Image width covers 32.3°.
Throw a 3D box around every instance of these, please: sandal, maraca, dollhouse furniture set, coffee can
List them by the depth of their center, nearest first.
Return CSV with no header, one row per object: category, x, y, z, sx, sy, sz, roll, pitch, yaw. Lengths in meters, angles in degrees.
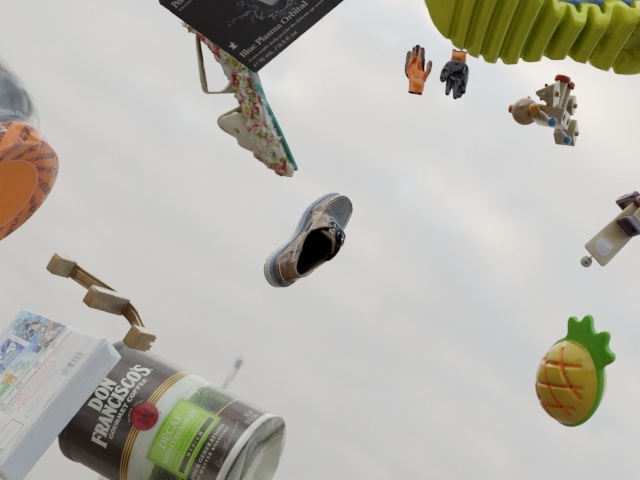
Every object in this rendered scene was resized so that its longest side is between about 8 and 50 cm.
dollhouse furniture set,0.296,0.022,0.992,0.114,0.081,0.091,48,-12,-1
sandal,0.262,-0.283,1.292,0.317,0.138,0.126,7,-35,-20
coffee can,-0.218,0.294,1.644,0.275,0.202,0.201,23,-23,20
maraca,0.395,0.203,1.708,0.127,0.099,0.186,47,-51,42

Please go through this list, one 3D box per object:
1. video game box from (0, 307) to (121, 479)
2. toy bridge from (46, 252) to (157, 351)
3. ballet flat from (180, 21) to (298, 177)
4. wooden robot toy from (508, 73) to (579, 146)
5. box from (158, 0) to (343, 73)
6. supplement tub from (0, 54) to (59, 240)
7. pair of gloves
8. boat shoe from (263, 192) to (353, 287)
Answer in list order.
video game box,-0.378,0.191,1.384,0.187,0.205,0.048,15,-34,39
toy bridge,-0.255,0.073,1.320,0.188,0.026,0.063,36,8,35
ballet flat,-0.102,-0.181,1.352,0.091,0.077,0.241,-124,-167,-78
wooden robot toy,0.287,-0.174,1.436,0.079,0.076,0.173,9,-6,25
box,-0.073,-0.285,1.168,0.156,0.093,0.158,-37,-41,21
supplement tub,-0.407,-0.145,1.070,0.316,0.193,0.194,47,-18,16
pair of gloves,0.147,-0.213,1.398,0.083,0.074,0.010,8,-23,-5
boat shoe,0.000,0.000,1.520,0.066,0.183,0.066,-5,-52,47
